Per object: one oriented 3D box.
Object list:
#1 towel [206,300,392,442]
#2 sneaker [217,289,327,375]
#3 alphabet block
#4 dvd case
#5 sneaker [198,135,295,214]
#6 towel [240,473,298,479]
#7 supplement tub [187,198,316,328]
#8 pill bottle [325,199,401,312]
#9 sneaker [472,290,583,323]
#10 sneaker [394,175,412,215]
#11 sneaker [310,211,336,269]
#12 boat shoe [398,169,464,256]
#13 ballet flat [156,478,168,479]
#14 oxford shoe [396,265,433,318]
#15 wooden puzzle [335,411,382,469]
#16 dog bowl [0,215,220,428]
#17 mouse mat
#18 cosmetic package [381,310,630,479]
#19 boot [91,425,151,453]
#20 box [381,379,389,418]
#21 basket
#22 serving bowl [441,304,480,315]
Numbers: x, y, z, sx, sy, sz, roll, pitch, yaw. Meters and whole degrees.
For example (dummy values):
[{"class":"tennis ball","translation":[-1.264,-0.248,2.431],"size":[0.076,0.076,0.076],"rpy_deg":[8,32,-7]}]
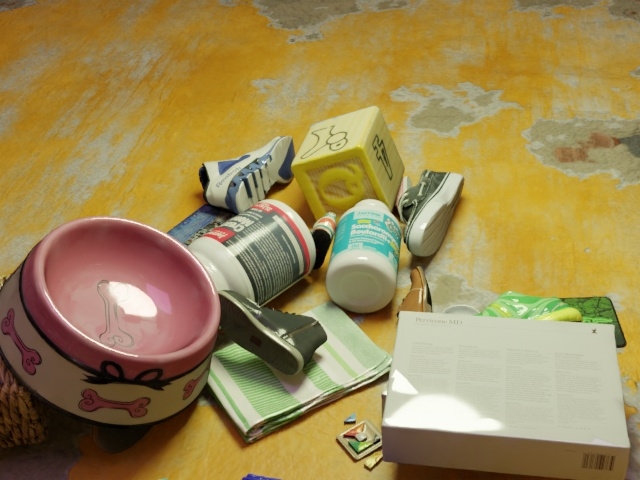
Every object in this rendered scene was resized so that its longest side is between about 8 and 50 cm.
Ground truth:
[{"class":"towel","translation":[-0.054,0.238,1.714],"size":[0.324,0.038,0.248],"rpy_deg":[-23,38,-23]},{"class":"sneaker","translation":[-0.099,0.159,1.712],"size":[0.222,0.083,0.118],"rpy_deg":[38,38,12]},{"class":"alphabet block","translation":[0.069,-0.171,2.096],"size":[0.192,0.193,0.197],"rpy_deg":[-14,30,27]},{"class":"dvd case","translation":[-0.228,-0.005,2.086],"size":[0.253,0.022,0.180],"rpy_deg":[18,41,29]},{"class":"sneaker","translation":[-0.197,-0.172,2.219],"size":[0.182,0.127,0.315],"rpy_deg":[8,33,25]},{"class":"towel","translation":[0.000,0.459,1.364],"size":[0.308,0.076,0.228],"rpy_deg":[2,35,9]},{"class":"supplement tub","translation":[-0.161,0.050,1.856],"size":[0.191,0.191,0.272],"rpy_deg":[26,46,36]},{"class":"pill bottle","translation":[0.097,0.021,1.904],"size":[0.146,0.146,0.264],"rpy_deg":[1,36,8]},{"class":"sneaker","translation":[0.348,0.169,1.716],"size":[0.295,0.109,0.123],"rpy_deg":[-6,27,-8]},{"class":"sneaker","translation":[0.182,-0.096,2.146],"size":[0.070,0.051,0.134],"rpy_deg":[-14,43,21]},{"class":"sneaker","translation":[0.000,0.000,1.940],"size":[0.057,0.161,0.075],"rpy_deg":[27,54,0]},{"class":"boat shoe","translation":[0.234,-0.065,2.041],"size":[0.119,0.121,0.335],"rpy_deg":[13,29,17]},{"class":"ballet flat","translation":[-0.339,0.457,1.430],"size":[0.232,0.080,0.073],"rpy_deg":[-19,66,-15]},{"class":"oxford shoe","translation":[0.190,0.126,1.814],"size":[0.076,0.076,0.212],"rpy_deg":[-12,33,12]},{"class":"wooden puzzle","translation":[0.074,0.347,1.565],"size":[0.078,0.014,0.116],"rpy_deg":[-27,41,-28]},{"class":"dog bowl","translation":[-0.359,0.123,1.593],"size":[0.408,0.150,0.408],"rpy_deg":[21,37,-17]},{"class":"mouse mat","translation":[0.499,0.162,1.780],"size":[0.189,0.007,0.153],"rpy_deg":[-3,36,4]},{"class":"cosmetic package","translation":[0.304,0.250,1.490],"size":[0.377,0.097,0.284],"rpy_deg":[3,38,11]},{"class":"boot","translation":[-0.365,0.280,1.664],"size":[0.115,0.112,0.305],"rpy_deg":[-18,29,25]},{"class":"box","translation":[0.264,0.309,1.552],"size":[0.324,0.067,0.063],"rpy_deg":[12,39,21]},{"class":"basket","translation":[-0.620,0.233,1.628],"size":[0.223,0.213,0.299],"rpy_deg":[-9,48,-9]},{"class":"serving bowl","translation":[0.281,0.165,1.782],"size":[0.083,0.027,0.083],"rpy_deg":[-4,35,3]}]
